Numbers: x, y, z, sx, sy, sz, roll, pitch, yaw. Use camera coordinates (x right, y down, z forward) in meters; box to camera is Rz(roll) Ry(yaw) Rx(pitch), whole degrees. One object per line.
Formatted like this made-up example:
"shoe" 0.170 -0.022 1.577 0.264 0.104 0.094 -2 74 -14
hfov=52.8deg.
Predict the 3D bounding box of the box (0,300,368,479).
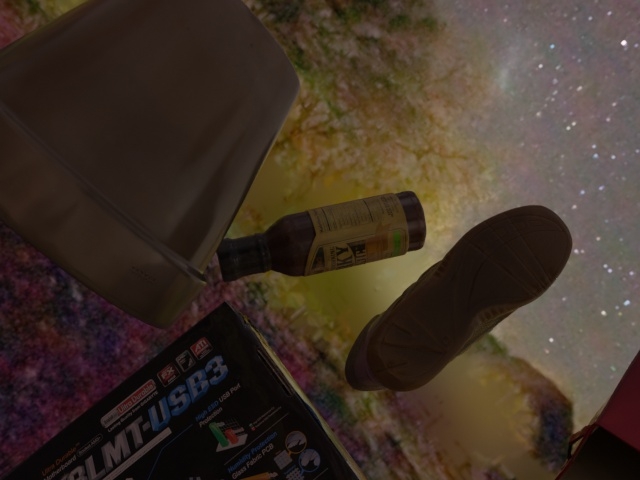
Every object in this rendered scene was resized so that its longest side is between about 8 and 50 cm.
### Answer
"box" -0.103 0.251 0.515 0.293 0.295 0.073 49 -6 26

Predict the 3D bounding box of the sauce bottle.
"sauce bottle" 0.000 0.000 1.071 0.111 0.344 0.111 167 -90 -82

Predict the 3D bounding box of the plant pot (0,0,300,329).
"plant pot" -0.180 -0.118 0.657 0.323 0.280 0.323 42 -5 5

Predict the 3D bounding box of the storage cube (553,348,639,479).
"storage cube" 0.452 0.295 0.856 0.215 0.193 0.184 32 -46 25

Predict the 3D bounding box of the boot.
"boot" 0.141 0.074 0.717 0.095 0.262 0.203 48 -15 8
